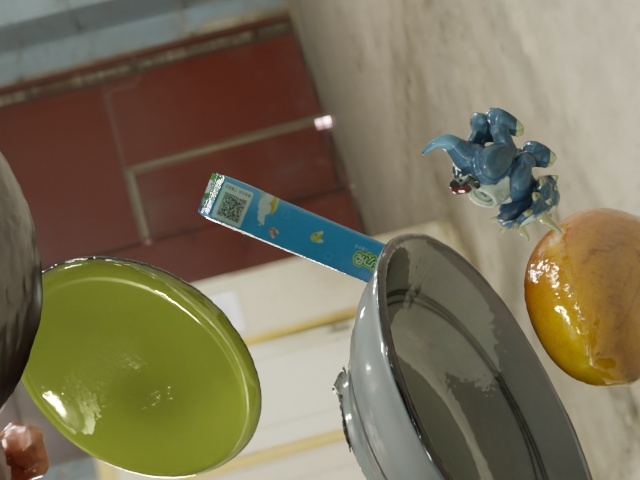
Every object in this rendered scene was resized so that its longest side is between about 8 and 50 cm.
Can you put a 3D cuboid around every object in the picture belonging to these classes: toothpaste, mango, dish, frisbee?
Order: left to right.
[{"bbox_3d":[-0.162,0.115,1.231,0.017,0.236,0.236,-59,-36,-53],"label":"frisbee"},{"bbox_3d":[0.000,0.000,1.557,0.050,0.266,0.065,-68,15,-2],"label":"toothpaste"},{"bbox_3d":[0.102,0.152,1.124,0.316,0.106,0.316,44,-152,-30],"label":"dish"},{"bbox_3d":[0.222,0.053,1.137,0.141,0.102,0.217,65,-157,-13],"label":"mango"}]

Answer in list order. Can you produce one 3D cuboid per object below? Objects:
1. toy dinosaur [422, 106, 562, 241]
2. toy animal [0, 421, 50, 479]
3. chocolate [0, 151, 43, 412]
[{"bbox_3d":[0.089,-0.033,0.717,0.083,0.047,0.030,39,152,-24],"label":"toy dinosaur"},{"bbox_3d":[-0.390,0.228,1.291,0.281,0.169,0.195,15,-126,-48],"label":"toy animal"},{"bbox_3d":[-0.361,0.022,0.950,0.331,0.383,0.384,-70,-28,-58],"label":"chocolate"}]
